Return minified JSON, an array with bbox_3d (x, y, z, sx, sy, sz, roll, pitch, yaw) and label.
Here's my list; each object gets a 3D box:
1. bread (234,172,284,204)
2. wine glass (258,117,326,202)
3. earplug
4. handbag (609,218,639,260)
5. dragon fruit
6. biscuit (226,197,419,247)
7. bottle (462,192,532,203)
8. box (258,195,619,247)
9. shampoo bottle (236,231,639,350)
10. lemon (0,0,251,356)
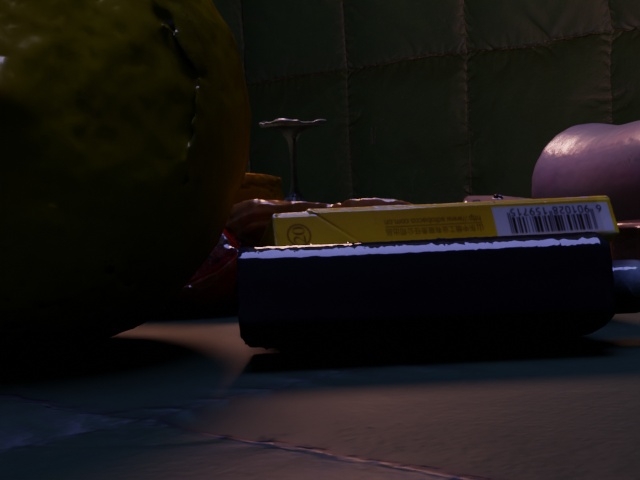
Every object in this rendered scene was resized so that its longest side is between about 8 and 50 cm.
[{"bbox_3d":[-0.173,-0.027,1.559,0.269,0.143,0.195,-2,0,-25],"label":"bread"},{"bbox_3d":[-0.047,-0.096,1.897,0.156,0.232,0.156,-2,3,0],"label":"wine glass"},{"bbox_3d":[0.367,-0.062,1.153,0.172,0.173,0.301,-4,-2,-16],"label":"earplug"},{"bbox_3d":[0.369,0.012,0.973,0.193,0.072,0.151,-3,2,41],"label":"handbag"},{"bbox_3d":[-0.118,0.035,1.064,0.127,0.121,0.161,-41,-33,6],"label":"dragon fruit"},{"bbox_3d":[0.000,0.005,1.251,0.269,0.051,0.376,6,-11,-26],"label":"biscuit"},{"bbox_3d":[0.256,-0.014,1.375,0.152,0.099,0.099,2,4,16],"label":"bottle"},{"bbox_3d":[0.080,0.018,0.858,0.269,0.044,0.152,-2,-25,-16],"label":"box"},{"bbox_3d":[0.102,0.033,0.720,0.309,0.071,0.098,-3,-15,1],"label":"shampoo bottle"},{"bbox_3d":[-0.227,-0.081,0.824,0.349,0.350,0.387,-3,-4,-10],"label":"lemon"}]
